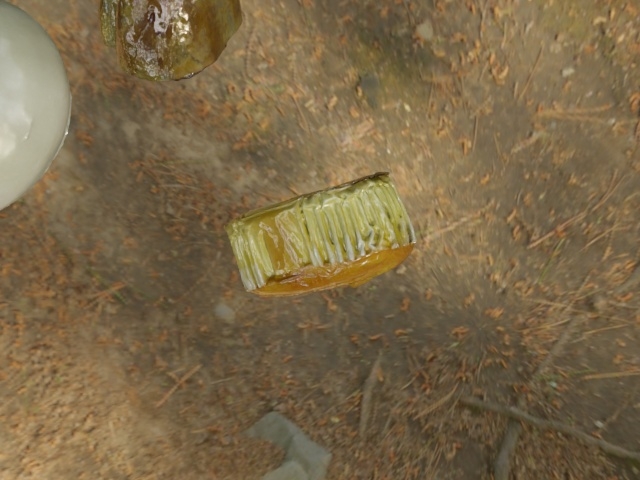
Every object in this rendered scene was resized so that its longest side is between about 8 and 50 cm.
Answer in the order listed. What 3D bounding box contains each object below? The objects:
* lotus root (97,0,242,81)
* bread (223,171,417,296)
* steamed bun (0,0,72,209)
[{"bbox_3d":[-0.220,-0.338,1.213,0.188,0.180,0.199,16,54,16],"label":"lotus root"},{"bbox_3d":[0.000,0.000,0.918,0.190,0.132,0.114,-21,87,37],"label":"bread"},{"bbox_3d":[-0.361,-0.135,0.849,0.232,0.145,0.231,-4,74,15],"label":"steamed bun"}]
